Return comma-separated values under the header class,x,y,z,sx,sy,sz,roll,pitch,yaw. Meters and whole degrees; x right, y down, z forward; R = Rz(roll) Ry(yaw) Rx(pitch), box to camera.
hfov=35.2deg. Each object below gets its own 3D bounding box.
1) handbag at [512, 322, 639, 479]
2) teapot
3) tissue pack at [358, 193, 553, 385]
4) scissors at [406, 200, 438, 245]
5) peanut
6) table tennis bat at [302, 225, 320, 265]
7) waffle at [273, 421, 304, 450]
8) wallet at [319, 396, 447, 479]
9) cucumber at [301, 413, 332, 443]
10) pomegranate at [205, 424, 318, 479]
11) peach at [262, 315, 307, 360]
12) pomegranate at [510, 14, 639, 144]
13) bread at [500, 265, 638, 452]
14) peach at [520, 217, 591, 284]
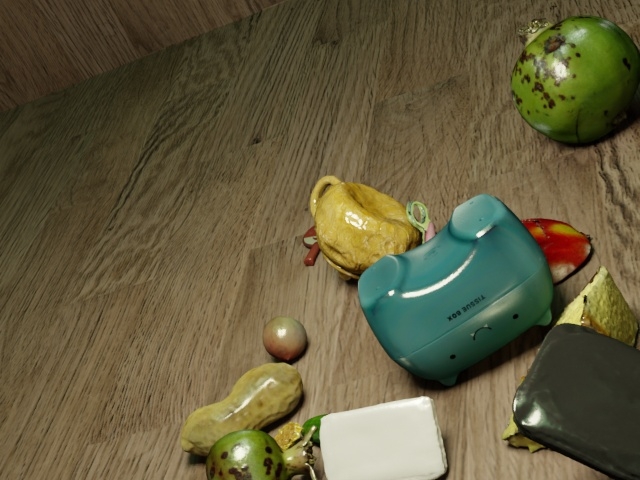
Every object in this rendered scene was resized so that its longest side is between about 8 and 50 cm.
class,x,y,z,sx,sy,sz,roll,pitch,yaw
handbag,0.407,0.230,1.226,0.332,0.075,0.191,26,48,16
teapot,0.068,-0.004,1.889,0.311,0.203,0.167,45,119,38
tissue pack,0.218,0.083,1.583,0.287,0.206,0.198,-34,17,7
scissors,0.193,0.014,1.796,0.020,0.133,0.187,-45,14,40
peanut,-0.132,0.285,1.679,0.229,0.098,0.103,-34,-11,-10
table tennis bat,0.000,0.000,2.085,0.098,0.019,0.155,-10,32,29
waffle,-0.062,0.326,1.610,0.085,0.016,0.078,-55,15,-18
wallet,0.090,0.301,1.473,0.183,0.032,0.124,-16,76,21
cucumber,0.064,0.293,1.545,0.250,0.056,0.056,-4,38,37
pomegranate,-0.088,0.350,1.517,0.169,0.148,0.148,0,27,-14
peach,-0.065,0.176,1.805,0.083,0.083,0.083,-21,31,13
pomegranate,0.478,-0.319,1.928,0.254,0.270,0.254,-42,-5,-5
bread,0.369,0.172,1.435,0.141,0.178,0.266,19,49,12
peach,0.322,0.020,1.738,0.279,0.068,0.189,-18,29,17
